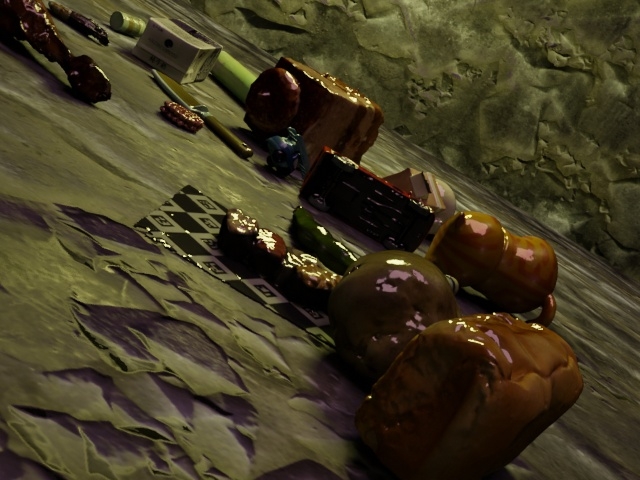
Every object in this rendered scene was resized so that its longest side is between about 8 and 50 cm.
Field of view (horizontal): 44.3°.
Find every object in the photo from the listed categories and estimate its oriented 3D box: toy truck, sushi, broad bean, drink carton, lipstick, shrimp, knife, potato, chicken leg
[{"bbox_3d":[0.091,-0.078,1.508,0.253,0.107,0.114,29,16,-11],"label":"toy truck"},{"bbox_3d":[-0.075,0.006,1.031,0.290,0.050,0.264,31,15,-2],"label":"sushi"},{"bbox_3d":[-0.062,-0.151,1.537,0.063,0.074,0.136,48,-19,39],"label":"toy truck"},{"bbox_3d":[-0.001,0.000,1.185,0.060,0.043,0.297,25,11,-30],"label":"broad bean"},{"bbox_3d":[-0.328,-0.443,1.829,0.134,0.101,0.222,34,15,-2],"label":"drink carton"},{"bbox_3d":[-0.188,-0.387,1.984,0.076,0.076,0.304,16,21,-46],"label":"lipstick"},{"bbox_3d":[-0.504,-0.466,1.674,0.161,0.034,0.091,34,14,7],"label":"shrimp"},{"bbox_3d":[-0.244,-0.262,1.570,0.061,0.027,0.343,7,29,-50],"label":"knife"},{"bbox_3d":[0.090,0.088,0.939,0.137,0.154,0.200,-3,10,26],"label":"potato"},{"bbox_3d":[-0.445,-0.328,1.281,0.304,0.093,0.113,41,6,13],"label":"chicken leg"}]

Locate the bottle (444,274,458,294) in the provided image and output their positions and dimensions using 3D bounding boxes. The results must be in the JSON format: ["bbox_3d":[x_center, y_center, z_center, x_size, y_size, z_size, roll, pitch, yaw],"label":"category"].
[{"bbox_3d":[0.150,0.069,1.217,0.083,0.083,0.270,40,15,25],"label":"bottle"}]

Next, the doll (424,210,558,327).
[{"bbox_3d":[0.334,0.043,1.526,0.270,0.166,0.162,26,14,-11],"label":"doll"}]

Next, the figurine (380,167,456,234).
[{"bbox_3d":[0.228,-0.084,1.795,0.237,0.141,0.162,12,54,-58],"label":"figurine"}]

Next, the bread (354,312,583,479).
[{"bbox_3d":[0.165,0.156,0.800,0.132,0.167,0.294,47,17,22],"label":"bread"}]

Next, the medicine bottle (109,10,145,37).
[{"bbox_3d":[-0.465,-0.522,1.898,0.047,0.047,0.083,38,17,21],"label":"medicine bottle"}]

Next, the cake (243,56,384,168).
[{"bbox_3d":[-0.024,-0.273,1.716,0.199,0.196,0.293,43,17,27],"label":"cake"}]

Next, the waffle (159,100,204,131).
[{"bbox_3d":[-0.253,-0.228,1.447,0.083,0.029,0.075,20,20,-46],"label":"waffle"}]
